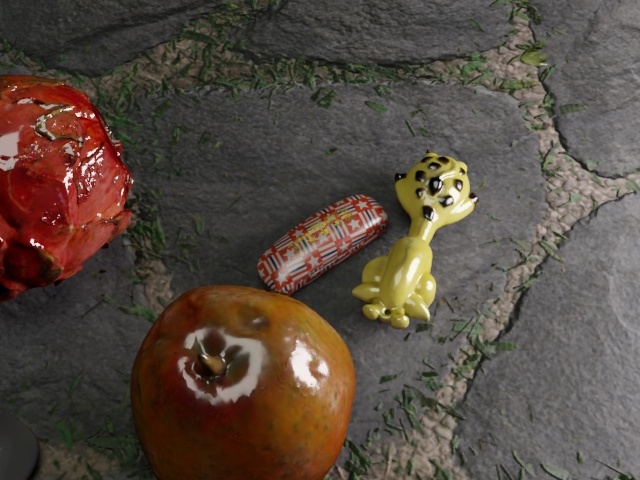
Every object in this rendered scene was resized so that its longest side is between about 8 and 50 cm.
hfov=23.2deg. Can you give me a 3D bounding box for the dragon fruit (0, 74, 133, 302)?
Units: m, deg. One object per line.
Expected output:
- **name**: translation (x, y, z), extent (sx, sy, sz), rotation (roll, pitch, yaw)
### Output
- **dragon fruit**: translation (-0.399, -0.071, 2.009), extent (0.301, 0.296, 0.296), rotation (-25, 57, -4)

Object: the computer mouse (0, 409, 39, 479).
- **computer mouse**: translation (-0.462, 0.247, 1.937), extent (0.232, 0.057, 0.120), rotation (23, 60, 19)

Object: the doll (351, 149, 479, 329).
- **doll**: translation (0.129, -0.002, 2.042), extent (0.117, 0.086, 0.291), rotation (14, 55, 12)

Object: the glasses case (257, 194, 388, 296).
- **glasses case**: translation (0.000, 0.000, 2.072), extent (0.194, 0.049, 0.073), rotation (-34, 59, -18)

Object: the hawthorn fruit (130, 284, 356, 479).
- **hawthorn fruit**: translation (-0.098, 0.169, 1.814), extent (0.277, 0.298, 0.277), rotation (-4, 67, 10)
